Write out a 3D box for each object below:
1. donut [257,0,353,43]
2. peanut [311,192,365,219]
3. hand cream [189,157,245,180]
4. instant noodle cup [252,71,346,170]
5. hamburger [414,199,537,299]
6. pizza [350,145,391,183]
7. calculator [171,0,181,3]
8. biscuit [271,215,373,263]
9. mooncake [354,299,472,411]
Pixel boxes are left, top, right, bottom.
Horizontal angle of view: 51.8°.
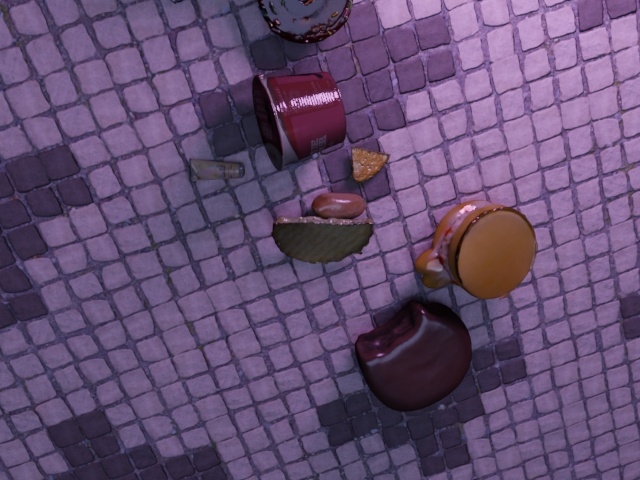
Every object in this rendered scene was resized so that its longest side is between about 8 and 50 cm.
[{"bbox_3d":[-0.038,-0.586,1.556,0.235,0.089,0.235,-3,112,-7],"label":"donut"},{"bbox_3d":[0.049,-0.091,1.770,0.152,0.076,0.076,-2,111,-15],"label":"peanut"},{"bbox_3d":[-0.268,-0.183,1.707,0.143,0.039,0.061,-1,113,-4],"label":"hand cream"},{"bbox_3d":[-0.051,-0.302,1.601,0.179,0.235,0.234,-16,113,-12],"label":"instant noodle cup"},{"bbox_3d":[0.420,0.033,1.808,0.302,0.186,0.261,-45,115,-11],"label":"hamburger"},{"bbox_3d":[0.119,-0.218,1.756,0.123,0.026,0.108,-39,116,7],"label":"pizza"},{"bbox_3d":[-0.314,-0.694,1.509,0.161,0.021,0.261,-18,113,-2],"label":"calculator"},{"bbox_3d":[0.000,0.000,1.783,0.274,0.036,0.187,2,139,-9],"label":"biscuit"},{"bbox_3d":[0.258,0.328,1.912,0.334,0.174,0.325,19,104,-12],"label":"mooncake"}]
